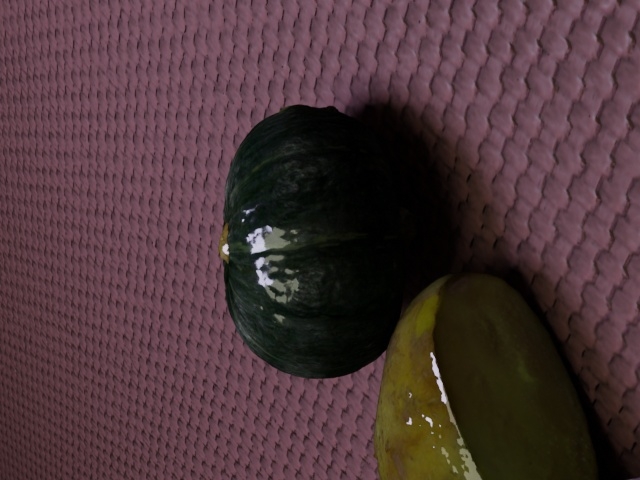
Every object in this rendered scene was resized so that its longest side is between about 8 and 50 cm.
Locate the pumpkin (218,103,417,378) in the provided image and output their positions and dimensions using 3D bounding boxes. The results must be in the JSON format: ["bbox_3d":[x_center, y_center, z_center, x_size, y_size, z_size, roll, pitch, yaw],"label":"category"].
[{"bbox_3d":[-0.002,0.002,0.972,0.211,0.152,0.211,-175,90,-77],"label":"pumpkin"}]

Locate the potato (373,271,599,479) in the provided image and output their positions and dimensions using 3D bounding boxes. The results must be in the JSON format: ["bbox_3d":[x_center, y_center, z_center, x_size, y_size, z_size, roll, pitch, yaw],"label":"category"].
[{"bbox_3d":[0.115,0.166,0.909,0.176,0.141,0.298,2,113,47],"label":"potato"}]

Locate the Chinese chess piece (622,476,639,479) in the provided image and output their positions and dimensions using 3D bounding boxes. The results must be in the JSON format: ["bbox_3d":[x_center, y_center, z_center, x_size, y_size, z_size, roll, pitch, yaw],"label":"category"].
[{"bbox_3d":[0.220,0.262,0.754,0.250,0.101,0.250,9,109,27],"label":"Chinese chess piece"}]
